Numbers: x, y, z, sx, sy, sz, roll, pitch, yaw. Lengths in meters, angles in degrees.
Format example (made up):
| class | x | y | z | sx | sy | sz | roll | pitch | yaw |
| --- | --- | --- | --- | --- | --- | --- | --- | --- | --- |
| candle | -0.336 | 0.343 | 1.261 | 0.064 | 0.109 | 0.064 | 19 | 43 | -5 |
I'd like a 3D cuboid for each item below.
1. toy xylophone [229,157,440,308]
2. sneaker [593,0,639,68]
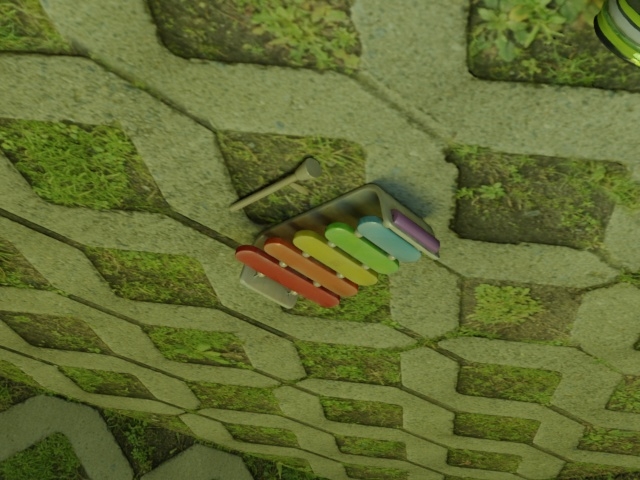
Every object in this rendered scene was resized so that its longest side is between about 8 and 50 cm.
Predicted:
| class | x | y | z | sx | sy | sz | roll | pitch | yaw |
| --- | --- | --- | --- | --- | --- | --- | --- | --- | --- |
| toy xylophone | 0.000 | 0.000 | 1.035 | 0.236 | 0.081 | 0.322 | 27 | 144 | -28 |
| sneaker | 0.397 | -0.194 | 0.596 | 0.299 | 0.111 | 0.121 | 6 | 146 | -1 |
